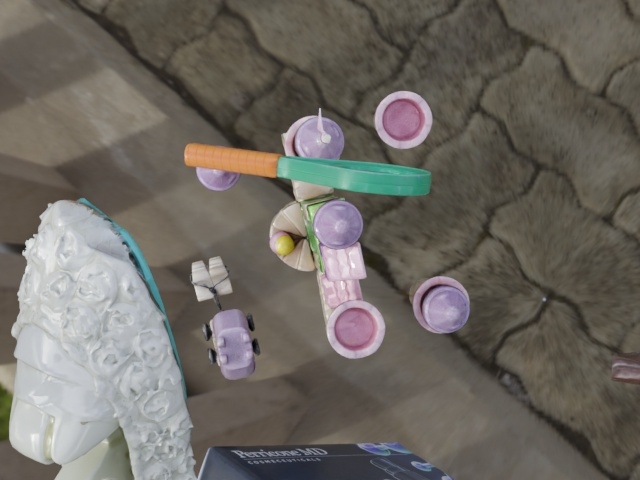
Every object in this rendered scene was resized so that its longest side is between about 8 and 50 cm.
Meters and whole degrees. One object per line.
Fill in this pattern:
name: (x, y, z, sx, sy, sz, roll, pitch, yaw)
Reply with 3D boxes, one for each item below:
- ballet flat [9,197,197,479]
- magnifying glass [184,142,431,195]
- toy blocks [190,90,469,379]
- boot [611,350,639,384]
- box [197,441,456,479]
ballet flat: (-0.172, 0.163, 1.122, 0.147, 0.147, 0.409, -3, 128, 9)
magnifying glass: (-0.013, -0.066, 1.293, 0.231, 0.092, 0.026, 6, 99, 16)
toy blocks: (0.000, 0.000, 1.587, 0.308, 0.260, 0.289, -13, 95, -4)
boot: (0.344, 0.151, 1.486, 0.114, 0.106, 0.037, 12, 117, 40)
box: (0.083, 0.377, 1.414, 0.395, 0.293, 0.212, 26, 104, 43)
